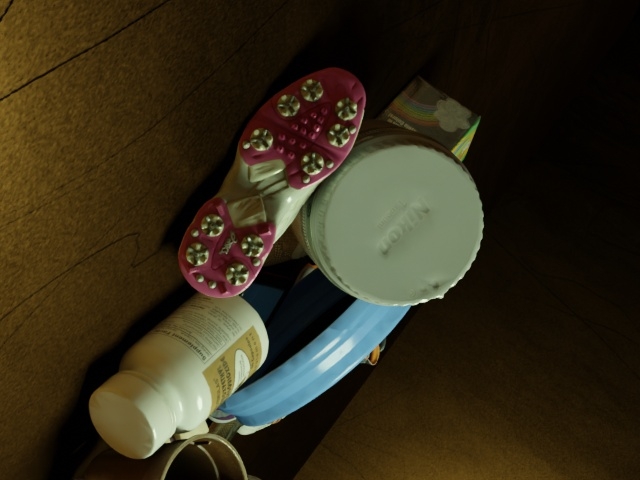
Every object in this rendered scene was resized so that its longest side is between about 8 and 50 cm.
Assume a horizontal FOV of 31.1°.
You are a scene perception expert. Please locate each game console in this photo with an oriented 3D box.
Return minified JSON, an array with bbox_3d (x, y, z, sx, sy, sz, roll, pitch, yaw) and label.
[{"bbox_3d":[-0.109,0.118,1.663,0.144,0.085,0.124,-59,-171,19],"label":"game console"}]

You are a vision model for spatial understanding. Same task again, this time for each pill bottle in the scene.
[{"bbox_3d":[-0.177,0.167,1.443,0.229,0.131,0.131,-41,162,-47],"label":"pill bottle"}]

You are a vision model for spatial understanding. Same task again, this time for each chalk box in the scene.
[{"bbox_3d":[0.135,-0.132,1.837,0.213,0.132,0.132,-47,166,-27],"label":"chalk box"}]

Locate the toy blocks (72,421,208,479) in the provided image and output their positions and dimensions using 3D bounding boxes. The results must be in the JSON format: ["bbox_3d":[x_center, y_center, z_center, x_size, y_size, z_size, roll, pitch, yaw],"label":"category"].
[{"bbox_3d":[-0.295,0.442,1.669,0.260,0.308,0.289,-23,176,37],"label":"toy blocks"}]

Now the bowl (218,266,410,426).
[{"bbox_3d":[-0.005,0.134,1.757,0.391,0.077,0.391,-38,-170,8],"label":"bowl"}]

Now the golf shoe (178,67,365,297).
[{"bbox_3d":[-0.060,-0.073,1.355,0.306,0.115,0.140,-52,-177,-1],"label":"golf shoe"}]

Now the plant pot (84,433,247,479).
[{"bbox_3d":[-0.207,0.328,1.461,0.167,0.165,0.166,11,76,-53],"label":"plant pot"}]

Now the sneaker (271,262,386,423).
[{"bbox_3d":[0.003,0.207,2.023,0.124,0.180,0.321,-23,136,-67],"label":"sneaker"}]

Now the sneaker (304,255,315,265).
[{"bbox_3d":[0.002,0.002,1.890,0.089,0.051,0.170,-54,164,0],"label":"sneaker"}]

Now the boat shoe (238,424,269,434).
[{"bbox_3d":[-0.093,0.302,2.251,0.096,0.098,0.277,-52,168,25],"label":"boat shoe"}]

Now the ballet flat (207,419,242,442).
[{"bbox_3d":[-0.206,0.373,2.109,0.250,0.058,0.084,-53,167,15],"label":"ballet flat"}]

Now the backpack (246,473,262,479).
[{"bbox_3d":[-0.210,0.514,1.953,0.263,0.277,0.213,-56,147,-60],"label":"backpack"}]

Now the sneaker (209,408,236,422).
[{"bbox_3d":[-0.099,0.233,1.925,0.224,0.083,0.098,-32,158,-3],"label":"sneaker"}]

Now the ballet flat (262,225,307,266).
[{"bbox_3d":[-0.009,-0.023,1.728,0.206,0.067,0.073,-48,167,-26],"label":"ballet flat"}]

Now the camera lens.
[{"bbox_3d":[0.076,-0.041,1.482,0.219,0.219,0.274,-55,-167,3],"label":"camera lens"}]
